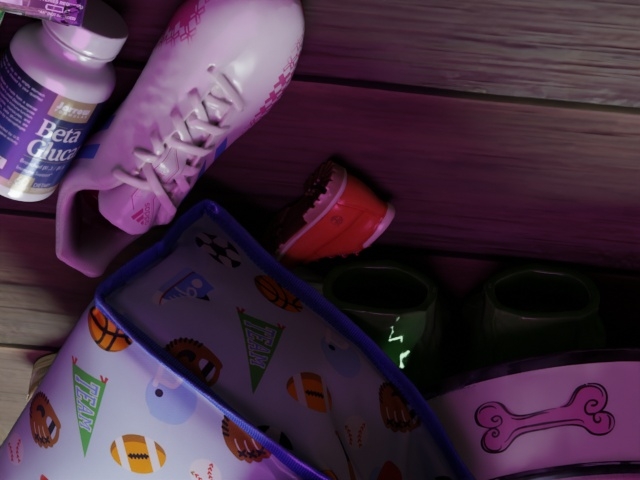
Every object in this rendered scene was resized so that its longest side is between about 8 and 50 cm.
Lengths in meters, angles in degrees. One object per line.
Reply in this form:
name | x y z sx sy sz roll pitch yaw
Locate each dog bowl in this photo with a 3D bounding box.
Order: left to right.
dog bowl | 0.250 0.253 1.615 0.408 0.150 0.408 -1 151 -1

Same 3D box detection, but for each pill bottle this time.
pill bottle | -0.229 -0.123 1.426 0.094 0.094 0.169 26 117 -16

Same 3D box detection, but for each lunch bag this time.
lunch bag | -0.075 0.221 1.523 0.385 0.239 0.328 40 130 3

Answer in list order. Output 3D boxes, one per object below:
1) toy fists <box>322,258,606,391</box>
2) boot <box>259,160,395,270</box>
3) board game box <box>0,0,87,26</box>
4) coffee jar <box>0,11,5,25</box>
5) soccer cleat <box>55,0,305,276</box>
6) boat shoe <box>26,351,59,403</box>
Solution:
toy fists | 0.126 0.090 1.589 0.279 0.096 0.142 1 131 -1
boot | 0.000 0.000 1.554 0.084 0.059 0.158 27 133 -23
board game box | -0.324 -0.291 1.238 0.347 0.056 0.208 11 107 -9
coffee jar | -0.300 -0.185 1.391 0.079 0.096 0.184 20 135 -12
soccer cleat | -0.120 -0.085 1.424 0.116 0.143 0.331 29 133 -18
boat shoe | -0.237 0.133 1.742 0.153 0.048 0.056 -17 130 26
